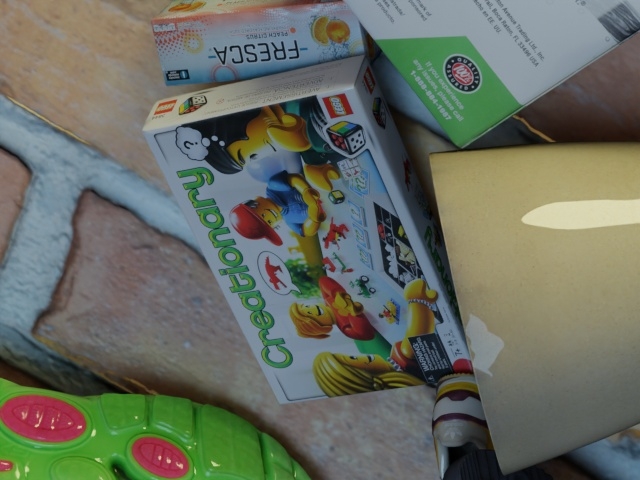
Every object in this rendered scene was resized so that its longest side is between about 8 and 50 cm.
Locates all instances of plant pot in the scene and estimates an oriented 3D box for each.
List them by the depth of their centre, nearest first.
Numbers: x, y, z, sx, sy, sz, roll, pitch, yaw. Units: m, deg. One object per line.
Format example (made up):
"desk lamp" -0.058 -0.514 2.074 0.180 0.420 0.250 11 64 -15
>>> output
"plant pot" 0.245 0.026 1.378 0.274 0.256 0.256 -13 111 7

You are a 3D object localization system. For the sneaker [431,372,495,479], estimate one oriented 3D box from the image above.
"sneaker" 0.135 0.201 1.555 0.069 0.084 0.185 -8 132 22

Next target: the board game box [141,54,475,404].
"board game box" 0.000 0.000 1.510 0.193 0.053 0.305 -10 123 24

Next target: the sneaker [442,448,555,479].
"sneaker" 0.177 0.279 1.524 0.131 0.112 0.319 -21 136 35

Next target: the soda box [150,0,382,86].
"soda box" -0.042 -0.170 1.471 0.183 0.058 0.063 -2 115 21

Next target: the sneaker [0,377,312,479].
"sneaker" -0.208 0.244 1.696 0.482 0.185 0.202 16 152 6

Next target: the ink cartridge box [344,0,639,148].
"ink cartridge box" 0.163 -0.239 1.327 0.289 0.121 0.211 -32 101 30
